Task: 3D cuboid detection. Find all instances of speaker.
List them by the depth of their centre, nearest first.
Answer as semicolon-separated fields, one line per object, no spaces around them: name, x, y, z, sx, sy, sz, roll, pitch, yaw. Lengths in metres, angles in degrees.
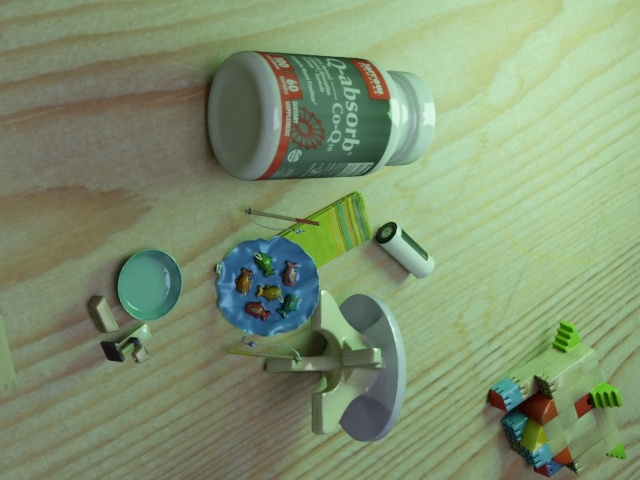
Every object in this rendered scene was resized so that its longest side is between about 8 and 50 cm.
speaker;0.173;0.021;1.729;0.136;0.055;0.055;41;74;-33

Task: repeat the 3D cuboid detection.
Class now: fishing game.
fishing game;-0.093;0.080;1.505;0.189;0.041;0.264;11;93;-4

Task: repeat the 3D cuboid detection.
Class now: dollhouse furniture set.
dollhouse furniture set;-0.310;0.129;1.387;0.081;0.091;0.114;-38;116;-42

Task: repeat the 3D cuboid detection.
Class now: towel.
towel;0.000;0.000;1.620;0.237;0.021;0.102;-30;114;-28

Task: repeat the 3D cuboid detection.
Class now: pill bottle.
pill bottle;0.008;-0.212;1.471;0.362;0.210;0.210;-6;101;-36

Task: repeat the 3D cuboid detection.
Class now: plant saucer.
plant saucer;-0.286;0.073;1.418;0.119;0.021;0.120;-3;95;-40

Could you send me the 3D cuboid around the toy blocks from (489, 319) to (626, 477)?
toy blocks;0.553;0.422;2.023;0.260;0.190;0.382;-30;114;-16

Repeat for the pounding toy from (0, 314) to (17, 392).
pounding toy;-0.520;0.148;1.210;0.100;0.130;0.141;-23;111;-44

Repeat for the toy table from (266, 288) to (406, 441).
toy table;0.044;0.229;1.567;0.160;0.252;0.274;13;60;-49
